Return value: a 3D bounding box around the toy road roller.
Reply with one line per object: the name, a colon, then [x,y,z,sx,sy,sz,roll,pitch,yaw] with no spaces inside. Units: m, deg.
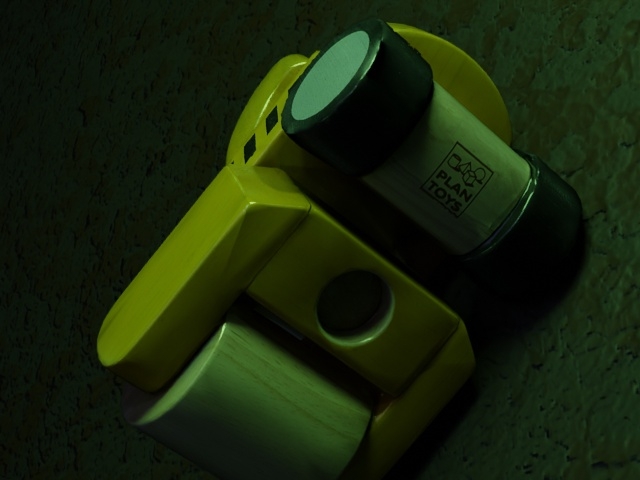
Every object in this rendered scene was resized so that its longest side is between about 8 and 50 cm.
toy road roller: [0.000,0.000,0.895,0.329,0.202,0.240,-51,24,4]
